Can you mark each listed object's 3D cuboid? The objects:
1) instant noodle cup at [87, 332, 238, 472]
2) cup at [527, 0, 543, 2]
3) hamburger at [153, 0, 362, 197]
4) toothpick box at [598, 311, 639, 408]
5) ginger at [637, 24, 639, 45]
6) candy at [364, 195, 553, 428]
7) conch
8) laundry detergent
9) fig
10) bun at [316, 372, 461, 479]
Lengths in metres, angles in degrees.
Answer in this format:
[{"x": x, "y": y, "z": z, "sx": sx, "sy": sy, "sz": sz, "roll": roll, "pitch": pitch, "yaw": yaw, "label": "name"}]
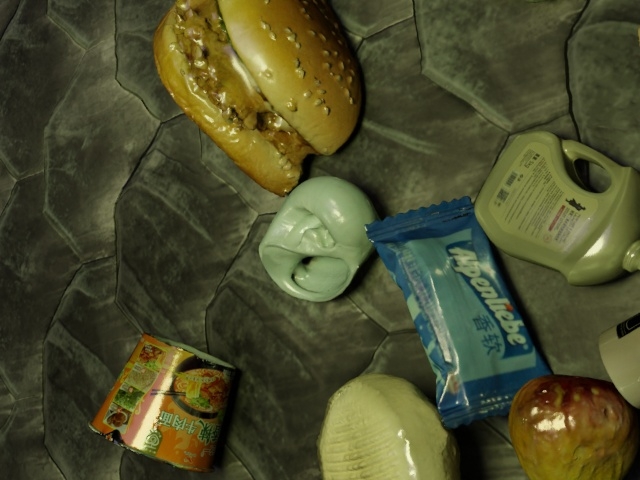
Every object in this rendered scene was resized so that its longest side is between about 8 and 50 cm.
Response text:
[{"x": -0.254, "y": 0.270, "z": 1.621, "sx": 0.230, "sy": 0.230, "sz": 0.182, "roll": 17, "pitch": 82, "yaw": 41, "label": "instant noodle cup"}, {"x": 0.275, "y": -0.400, "z": 1.377, "sx": 0.141, "sy": 0.120, "sz": 0.120, "roll": 8, "pitch": 86, "yaw": 50, "label": "cup"}, {"x": -0.125, "y": -0.320, "z": 1.586, "sx": 0.268, "sy": 0.287, "sz": 0.446, "roll": -34, "pitch": 63, "yaw": 28, "label": "hamburger"}, {"x": 0.437, "y": 0.116, "z": 1.128, "sx": 0.180, "sy": 0.111, "sz": 0.111, "roll": -35, "pitch": 60, "yaw": 32, "label": "toothpick box"}, {"x": 0.527, "y": -0.191, "z": 1.138, "sx": 0.148, "sy": 0.081, "sz": 0.334, "roll": -45, "pitch": 62, "yaw": 24, "label": "ginger"}, {"x": 0.191, "y": 0.090, "z": 1.316, "sx": 0.077, "sy": 0.187, "sz": 0.331, "roll": 113, "pitch": 141, "yaw": -59, "label": "candy"}, {"x": 0.005, "y": -0.001, "z": 1.511, "sx": 0.221, "sy": 0.121, "sz": 0.185, "roll": -35, "pitch": 64, "yaw": 38, "label": "conch"}, {"x": 0.337, "y": -0.032, "z": 1.257, "sx": 0.253, "sy": 0.091, "sz": 0.181, "roll": 37, "pitch": 99, "yaw": 39, "label": "laundry detergent"}, {"x": 0.315, "y": 0.291, "z": 1.195, "sx": 0.159, "sy": 0.159, "sz": 0.257, "roll": 3, "pitch": 104, "yaw": 41, "label": "fig"}, {"x": 0.109, "y": 0.319, "z": 1.324, "sx": 0.287, "sy": 0.146, "sz": 0.287, "roll": 28, "pitch": 122, "yaw": 59, "label": "bun"}]
